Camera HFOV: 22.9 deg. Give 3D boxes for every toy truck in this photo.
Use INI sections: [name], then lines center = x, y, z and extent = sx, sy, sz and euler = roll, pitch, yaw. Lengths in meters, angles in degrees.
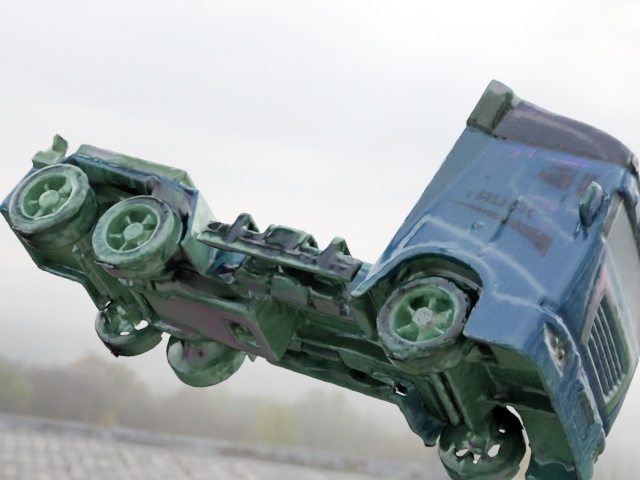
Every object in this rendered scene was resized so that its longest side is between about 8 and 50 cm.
[toy truck]
center = 0.000, 0.000, 0.405
extent = 0.175, 0.081, 0.067
euler = 15, -31, 32
